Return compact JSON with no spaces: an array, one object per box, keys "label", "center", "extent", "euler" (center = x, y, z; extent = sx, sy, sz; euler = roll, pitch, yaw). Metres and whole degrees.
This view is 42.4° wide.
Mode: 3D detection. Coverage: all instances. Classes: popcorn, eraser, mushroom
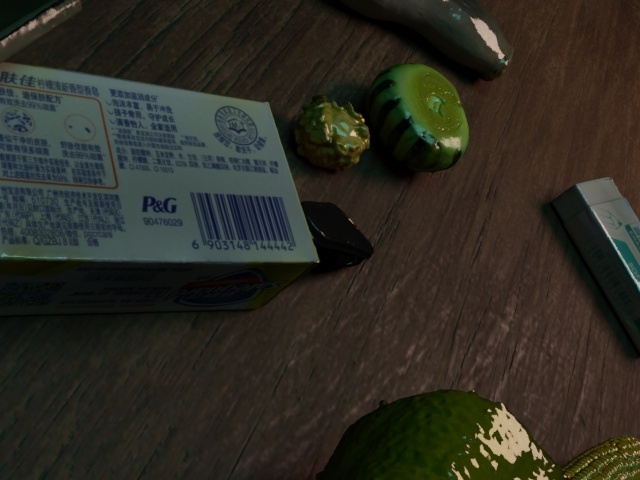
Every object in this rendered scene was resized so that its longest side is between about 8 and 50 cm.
[{"label":"popcorn","center":[0.011,-0.112,0.851],"extent":[0.082,0.057,0.083],"euler":[-16,75,-37]},{"label":"eraser","center":[0.392,0.029,1.062],"extent":[0.095,0.052,0.225],"euler":[-12,69,-41]},{"label":"mushroom","center":[0.119,-0.315,1.058],"extent":[0.351,0.097,0.109],"euler":[24,49,-28]}]

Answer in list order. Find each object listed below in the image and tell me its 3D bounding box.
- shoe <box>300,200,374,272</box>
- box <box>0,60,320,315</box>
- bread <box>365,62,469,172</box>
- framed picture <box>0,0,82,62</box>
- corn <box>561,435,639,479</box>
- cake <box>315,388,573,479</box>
[{"label":"shoe","center":[0.000,0.000,0.760],"extent":[0.062,0.053,0.159],"euler":[52,11,15]},{"label":"box","center":[-0.148,-0.034,0.637],"extent":[0.265,0.097,0.168],"euler":[1,60,-39]},{"label":"bread","center":[0.110,-0.137,0.938],"extent":[0.130,0.071,0.139],"euler":[-6,63,-45]},{"label":"framed picture","center":[-0.324,-0.117,0.526],"extent":[0.211,0.020,0.289],"euler":[14,41,16]},{"label":"corn","center":[0.259,0.241,0.792],"extent":[0.206,0.067,0.067],"euler":[-14,70,-44]},{"label":"cake","center":[0.105,0.241,0.589],"extent":[0.260,0.179,0.156],"euler":[49,44,-4]}]
